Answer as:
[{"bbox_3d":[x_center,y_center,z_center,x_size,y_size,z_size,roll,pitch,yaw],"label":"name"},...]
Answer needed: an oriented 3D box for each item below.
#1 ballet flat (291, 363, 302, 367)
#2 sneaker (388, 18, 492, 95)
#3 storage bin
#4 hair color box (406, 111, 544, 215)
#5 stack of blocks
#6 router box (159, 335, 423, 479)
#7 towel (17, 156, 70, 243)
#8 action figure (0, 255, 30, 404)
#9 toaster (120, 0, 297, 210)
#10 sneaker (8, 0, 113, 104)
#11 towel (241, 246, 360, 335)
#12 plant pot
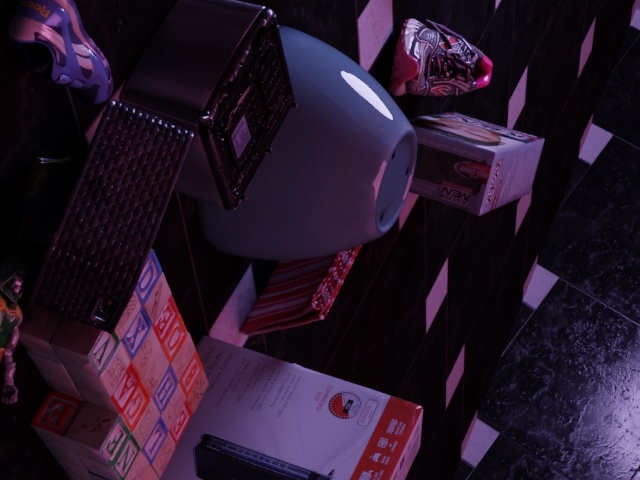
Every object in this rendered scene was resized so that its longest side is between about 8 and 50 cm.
[{"bbox_3d":[-0.047,0.224,1.981,0.241,0.077,0.091,23,84,-72],"label":"ballet flat"},{"bbox_3d":[0.190,-0.286,2.145,0.299,0.112,0.121,-25,130,-65],"label":"sneaker"},{"bbox_3d":[-0.190,-0.022,1.223,0.122,0.084,0.180,128,-18,-59],"label":"storage bin"},{"bbox_3d":[0.251,-0.140,2.335,0.374,0.185,0.114,-21,127,-67],"label":"hair color box"},{"bbox_3d":[-0.216,0.140,1.392,0.297,0.087,0.171,78,35,-57],"label":"stack of blocks"},{"bbox_3d":[-0.076,0.295,1.585,0.082,0.301,0.335,90,23,-45],"label":"router box"},{"bbox_3d":[-0.255,-0.037,1.240,0.060,0.009,0.083,-3,110,-72],"label":"towel"},{"bbox_3d":[-0.304,0.123,1.172,0.137,0.063,0.232,38,68,-68],"label":"action figure"},{"bbox_3d":[-0.111,-0.149,1.393,0.186,0.110,0.168,76,35,-59],"label":"toaster"},{"bbox_3d":[-0.225,-0.156,1.153,0.059,0.053,0.144,-63,152,-22],"label":"sneaker"},{"bbox_3d":[0.000,0.000,1.810,0.199,0.031,0.275,-18,-141,56],"label":"towel"},{"bbox_3d":[0.004,-0.098,1.642,0.290,0.195,0.290,17,90,-72],"label":"plant pot"}]
